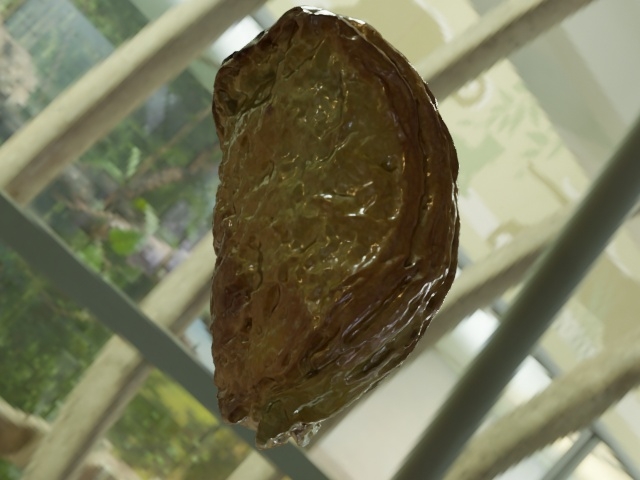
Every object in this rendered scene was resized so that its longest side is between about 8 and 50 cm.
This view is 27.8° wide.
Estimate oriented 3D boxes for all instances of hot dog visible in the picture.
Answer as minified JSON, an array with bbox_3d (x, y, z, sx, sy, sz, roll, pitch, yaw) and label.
[{"bbox_3d":[0.002,-0.001,0.771,0.114,0.259,0.175,16,-31,-36],"label":"hot dog"}]
